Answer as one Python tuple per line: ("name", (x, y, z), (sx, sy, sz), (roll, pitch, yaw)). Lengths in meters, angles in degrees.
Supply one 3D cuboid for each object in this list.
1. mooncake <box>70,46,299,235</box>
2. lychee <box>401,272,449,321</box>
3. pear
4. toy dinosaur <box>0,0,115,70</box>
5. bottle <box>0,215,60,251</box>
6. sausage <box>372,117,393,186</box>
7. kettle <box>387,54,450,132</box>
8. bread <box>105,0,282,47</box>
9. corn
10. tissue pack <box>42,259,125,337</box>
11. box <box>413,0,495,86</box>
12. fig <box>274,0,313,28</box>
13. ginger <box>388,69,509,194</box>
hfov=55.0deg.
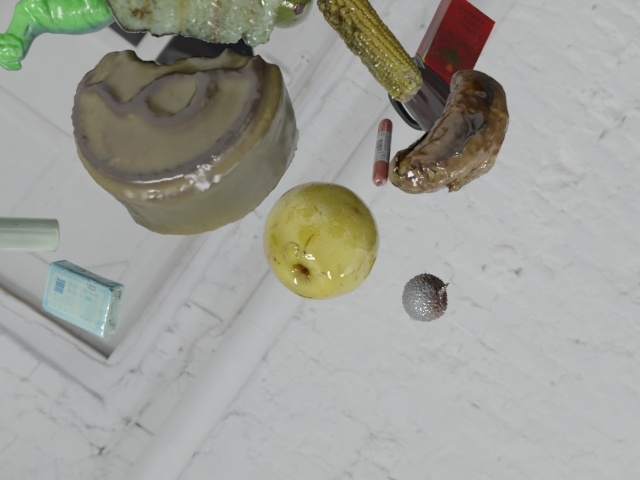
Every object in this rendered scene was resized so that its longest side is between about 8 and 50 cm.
("mooncake", (-0.247, -0.216, 1.154), (0.393, 0.394, 0.246), (63, -178, 30))
("lychee", (0.360, 0.191, 2.074), (0.165, 0.165, 0.198), (37, 142, -28))
("pear", (0.000, 0.000, 1.748), (0.349, 0.348, 0.348), (34, 174, 4))
("toy dinosaur", (-0.531, -0.526, 1.511), (0.500, 0.374, 0.144), (18, -172, -38))
("bottle", (-0.899, -0.019, 1.796), (0.245, 0.104, 0.104), (2, -166, -33))
("sausage", (0.116, -0.167, 1.140), (0.029, 0.029, 0.223), (36, -142, -20))
("kettle", (0.310, -0.434, 1.882), (0.232, 0.144, 0.202), (55, 152, 16))
("bread", (-0.288, -0.601, 1.347), (0.396, 0.239, 0.263), (-5, -131, -26))
("corn", (0.097, -0.415, 1.254), (0.319, 0.097, 0.097), (55, 179, 14))
("tissue pack", (-0.775, 0.188, 2.018), (0.264, 0.177, 0.089), (18, -168, 18))
("box", (0.456, -0.674, 2.156), (0.198, 0.313, 0.089), (27, 177, -23))
("fig", (-0.110, -0.769, 1.982), (0.203, 0.203, 0.225), (40, -164, -45))
("ginger", (0.279, -0.207, 1.240), (0.172, 0.321, 0.165), (32, 160, 16))
